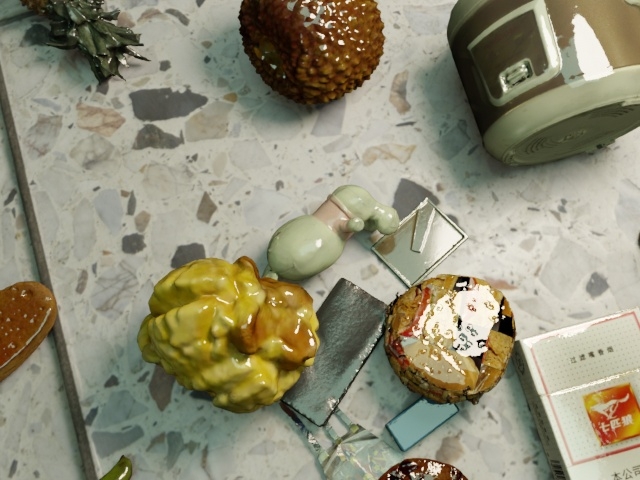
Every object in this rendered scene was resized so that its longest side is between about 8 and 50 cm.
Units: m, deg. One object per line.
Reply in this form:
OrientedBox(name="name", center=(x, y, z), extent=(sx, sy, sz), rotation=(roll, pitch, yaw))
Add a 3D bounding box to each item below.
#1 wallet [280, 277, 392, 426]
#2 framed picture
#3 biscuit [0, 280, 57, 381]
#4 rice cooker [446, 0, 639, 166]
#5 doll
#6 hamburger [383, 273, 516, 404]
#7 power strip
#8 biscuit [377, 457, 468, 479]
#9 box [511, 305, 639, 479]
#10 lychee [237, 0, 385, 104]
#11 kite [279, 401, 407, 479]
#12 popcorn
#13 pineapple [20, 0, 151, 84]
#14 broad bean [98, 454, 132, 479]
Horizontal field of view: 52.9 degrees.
OrientedBox(name="wallet", center=(0.020, 0.190, 1.121), extent=(0.124, 0.025, 0.244), rotation=(32, 72, 12))
OrientedBox(name="framed picture", center=(0.183, 0.005, 1.185), extent=(0.149, 0.011, 0.109), rotation=(-41, 76, -10))
OrientedBox(name="biscuit", center=(-0.637, 0.137, 1.160), extent=(0.277, 0.052, 0.262), rotation=(39, 74, 13))
OrientedBox(name="rice cooker", center=(0.396, -0.324, 1.104), extent=(0.334, 0.335, 0.326), rotation=(-14, 78, -2))
OrientedBox(name="doll", center=(-0.003, -0.012, 1.139), extent=(0.274, 0.155, 0.113), rotation=(-29, 111, -6))
OrientedBox(name="hamburger", center=(0.211, 0.158, 1.077), extent=(0.230, 0.107, 0.231), rotation=(2, 67, -5))
OrientedBox(name="power strip", center=(0.170, 0.300, 1.085), extent=(0.123, 0.032, 0.056), rotation=(-34, 75, -8))
OrientedBox(name="biscuit", center=(0.166, 0.443, 1.030), extent=(0.191, 0.049, 0.192), rotation=(2, 73, -5))
OrientedBox(name="box", center=(0.465, 0.296, 1.045), extent=(0.210, 0.095, 0.331), rotation=(-14, 72, -2))
OrientedBox(name="lychee", center=(-0.008, -0.390, 1.196), extent=(0.267, 0.267, 0.268), rotation=(-1, 73, 2))
OrientedBox(name="kite", center=(0.035, 0.346, 1.086), extent=(0.141, 0.015, 0.245), rotation=(-39, 76, -13))
OrientedBox(name="popcorn", center=(-0.164, 0.144, 1.025), extent=(0.332, 0.265, 0.225), rotation=(5, 62, 32))
OrientedBox(name="pineapple", center=(-0.490, -0.448, 1.278), extent=(0.165, 0.165, 0.365), rotation=(-38, 77, -9))
OrientedBox(name="broad bean", center=(-0.428, 0.495, 1.037), extent=(0.077, 0.061, 0.339), rotation=(36, 79, 4))
